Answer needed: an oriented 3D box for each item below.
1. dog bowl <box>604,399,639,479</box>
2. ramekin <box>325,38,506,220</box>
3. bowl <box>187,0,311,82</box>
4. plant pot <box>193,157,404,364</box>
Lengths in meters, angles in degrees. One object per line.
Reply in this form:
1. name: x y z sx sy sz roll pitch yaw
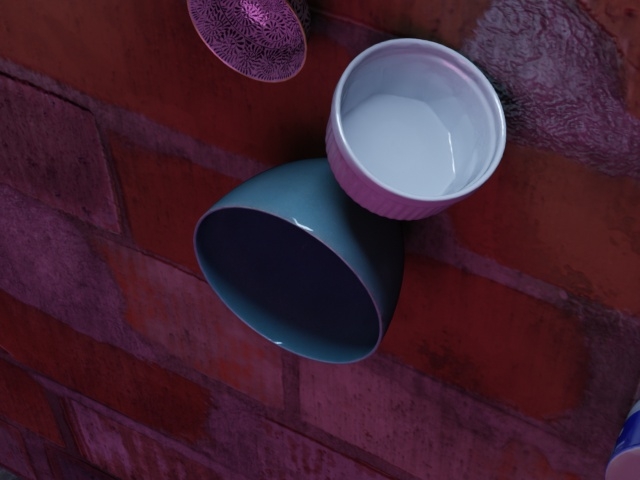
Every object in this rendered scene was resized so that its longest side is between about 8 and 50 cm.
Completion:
1. dog bowl: 0.532 0.330 1.701 0.265 0.104 0.265 24 145 18
2. ramekin: 0.103 -0.121 1.455 0.207 0.207 0.109 36 156 1
3. bowl: -0.071 -0.284 1.514 0.170 0.080 0.170 24 145 19
4. plant pot: 0.000 0.000 1.692 0.290 0.195 0.290 23 144 18
